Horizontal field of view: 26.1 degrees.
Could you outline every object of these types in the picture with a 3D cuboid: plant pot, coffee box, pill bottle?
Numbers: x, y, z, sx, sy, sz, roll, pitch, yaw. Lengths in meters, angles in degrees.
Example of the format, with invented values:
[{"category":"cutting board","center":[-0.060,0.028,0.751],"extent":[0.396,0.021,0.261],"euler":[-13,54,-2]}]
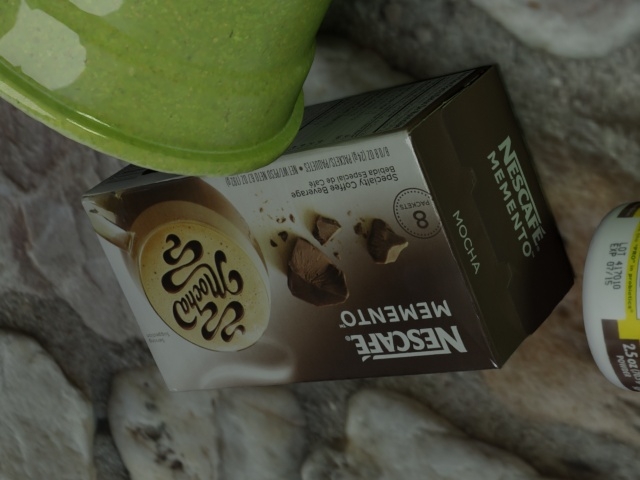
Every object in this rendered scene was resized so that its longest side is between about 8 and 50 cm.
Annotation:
[{"category":"plant pot","center":[-0.066,-0.222,0.789],"extent":[0.276,0.276,0.254],"euler":[41,121,6]},{"category":"coffee box","center":[0.000,0.000,0.954],"extent":[0.297,0.119,0.168],"euler":[-8,112,39]},{"category":"pill bottle","center":[0.268,0.033,0.785],"extent":[0.215,0.117,0.117],"euler":[-1,117,36]}]
